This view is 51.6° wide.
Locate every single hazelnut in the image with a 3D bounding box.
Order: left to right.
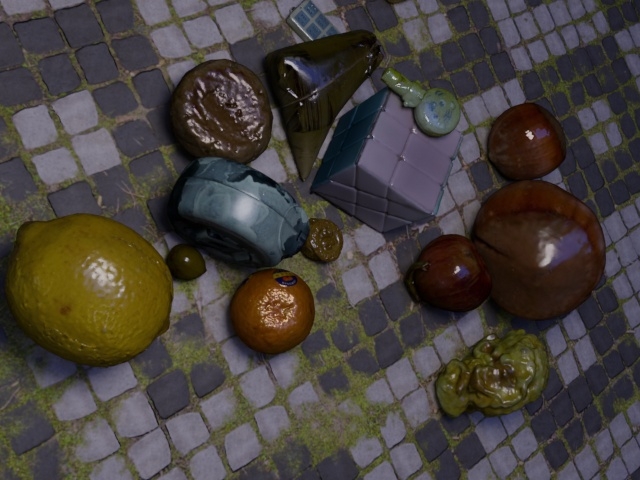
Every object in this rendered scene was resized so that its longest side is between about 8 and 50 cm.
[{"bbox_3d":[0.551,-0.263,1.781,0.214,0.176,0.214,0,87,0],"label":"hazelnut"},{"bbox_3d":[0.553,0.020,1.667,0.372,0.315,0.372,11,76,-57],"label":"hazelnut"}]

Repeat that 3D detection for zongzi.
[{"bbox_3d":[0.035,-0.317,1.534,0.274,0.145,0.300,-20,104,-20],"label":"zongzi"}]

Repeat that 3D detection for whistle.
[{"bbox_3d":[0.210,-0.298,1.412,0.198,0.057,0.104,31,73,-13],"label":"whistle"}]

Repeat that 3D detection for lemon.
[{"bbox_3d":[-0.400,0.081,1.153,0.310,0.258,0.258,44,63,-29],"label":"lemon"}]

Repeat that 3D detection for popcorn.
[{"bbox_3d":[0.431,0.320,1.579,0.286,0.225,0.174,-21,88,-31],"label":"popcorn"}]

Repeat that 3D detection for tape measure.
[{"bbox_3d":[-0.164,-0.041,1.303,0.275,0.256,0.147,32,68,-26],"label":"tape measure"}]

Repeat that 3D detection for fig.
[{"bbox_3d":[-0.267,0.047,1.340,0.088,0.074,0.074,35,64,-44],"label":"fig"},{"bbox_3d":[0.301,0.084,1.582,0.205,0.205,0.205,5,78,-27],"label":"fig"}]

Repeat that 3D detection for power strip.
[{"bbox_3d":[0.001,-0.494,1.602,0.192,0.035,0.081,44,64,-14],"label":"power strip"}]

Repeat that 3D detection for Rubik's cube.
[{"bbox_3d":[0.149,-0.177,1.513,0.221,0.231,0.225,31,67,-20],"label":"Rubik's cube"}]

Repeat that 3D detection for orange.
[{"bbox_3d":[-0.098,0.145,1.364,0.177,0.155,0.178,8,70,-23],"label":"orange"}]

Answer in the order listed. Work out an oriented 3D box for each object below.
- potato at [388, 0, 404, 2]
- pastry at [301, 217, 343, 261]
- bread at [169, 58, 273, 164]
[{"bbox_3d":[0.216,-0.672,1.729,0.138,0.070,0.091,-34,97,-28],"label":"potato"},{"bbox_3d":[0.000,0.000,1.501,0.097,0.057,0.109,-41,103,-33],"label":"pastry"},{"bbox_3d":[-0.213,-0.261,1.395,0.230,0.123,0.230,2,85,-28],"label":"bread"}]
